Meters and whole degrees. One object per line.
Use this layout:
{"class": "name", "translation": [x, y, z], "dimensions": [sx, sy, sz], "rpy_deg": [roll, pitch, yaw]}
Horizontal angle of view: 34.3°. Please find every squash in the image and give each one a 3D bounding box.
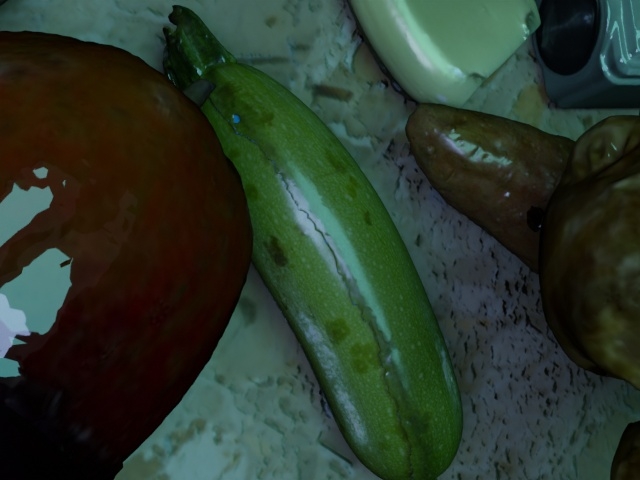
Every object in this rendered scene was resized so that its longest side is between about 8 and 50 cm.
{"class": "squash", "translation": [0.000, 0.000, 0.637], "dimensions": [0.094, 0.094, 0.341], "rpy_deg": [-30, 94, -25]}

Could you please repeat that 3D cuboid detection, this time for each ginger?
{"class": "ginger", "translation": [0.275, 0.009, 0.618], "dimensions": [0.418, 0.176, 0.254], "rpy_deg": [-22, 88, -38]}

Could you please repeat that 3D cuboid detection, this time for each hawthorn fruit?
{"class": "hawthorn fruit", "translation": [-0.133, -0.007, 0.518], "dimensions": [0.250, 0.215, 0.215], "rpy_deg": [-46, 101, -22]}

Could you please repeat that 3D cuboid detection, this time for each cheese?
{"class": "cheese", "translation": [0.042, -0.209, 0.709], "dimensions": [0.251, 0.054, 0.127], "rpy_deg": [49, 63, -10]}

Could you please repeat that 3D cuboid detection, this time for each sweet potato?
{"class": "sweet potato", "translation": [0.158, -0.020, 0.710], "dimensions": [0.251, 0.097, 0.097], "rpy_deg": [26, 73, -22]}

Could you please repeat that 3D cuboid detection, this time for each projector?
{"class": "projector", "translation": [0.251, -0.233, 0.781], "dimensions": [0.192, 0.099, 0.257], "rpy_deg": [-3, 83, -24]}

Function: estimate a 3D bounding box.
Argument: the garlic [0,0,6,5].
{"class": "garlic", "translation": [-0.218, -0.243, 0.500], "dimensions": [0.245, 0.231, 0.340], "rpy_deg": [26, 67, -22]}
